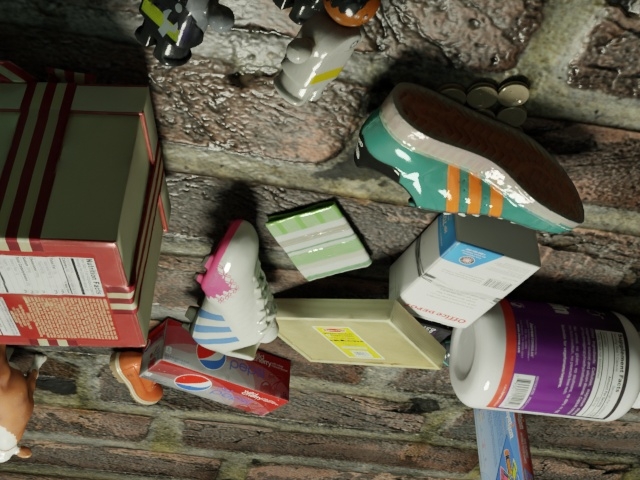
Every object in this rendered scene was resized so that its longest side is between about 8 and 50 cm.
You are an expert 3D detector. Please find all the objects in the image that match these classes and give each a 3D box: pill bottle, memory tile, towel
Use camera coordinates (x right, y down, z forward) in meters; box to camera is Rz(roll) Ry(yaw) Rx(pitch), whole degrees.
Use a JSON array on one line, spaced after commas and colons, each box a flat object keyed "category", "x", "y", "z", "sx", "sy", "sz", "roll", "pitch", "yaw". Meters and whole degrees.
[{"category": "pill bottle", "x": 0.383, "y": 0.192, "z": 1.326, "sx": 0.323, "sy": 0.181, "sz": 0.181, "roll": 8, "pitch": 143, "yaw": -10}, {"category": "memory tile", "x": 0.197, "y": -0.140, "z": 1.019, "sx": 0.113, "sy": 0.012, "sz": 0.148, "roll": -4, "pitch": 144, "yaw": 6}, {"category": "towel", "x": 0.000, "y": 0.000, "z": 1.212, "sx": 0.113, "sy": 0.023, "sz": 0.152, "roll": -15, "pitch": 139, "yaw": 17}]

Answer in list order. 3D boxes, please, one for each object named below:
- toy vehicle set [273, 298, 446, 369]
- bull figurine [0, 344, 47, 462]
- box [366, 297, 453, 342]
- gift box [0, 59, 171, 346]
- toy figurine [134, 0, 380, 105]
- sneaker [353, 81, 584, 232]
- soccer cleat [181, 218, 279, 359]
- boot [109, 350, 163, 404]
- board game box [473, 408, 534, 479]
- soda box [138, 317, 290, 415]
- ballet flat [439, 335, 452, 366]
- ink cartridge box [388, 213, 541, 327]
[{"category": "toy vehicle set", "x": 0.046, "y": 0.149, "z": 1.320, "sx": 0.267, "sy": 0.035, "sz": 0.166, "roll": -3, "pitch": 146, "yaw": 38}, {"category": "bull figurine", "x": -0.550, "y": 0.251, "z": 1.421, "sx": 0.101, "sy": 0.188, "sz": 0.310, "roll": 4, "pitch": 144, "yaw": -3}, {"category": "box", "x": 0.127, "y": 0.153, "z": 1.406, "sx": 0.162, "sy": 0.029, "sz": 0.116, "roll": 14, "pitch": 142, "yaw": -19}, {"category": "gift box", "x": -0.325, "y": -0.047, "z": 0.952, "sx": 0.276, "sy": 0.258, "sz": 0.255, "roll": 5, "pitch": 143, "yaw": -4}, {"category": "toy figurine", "x": -0.050, "y": -0.244, "z": 0.721, "sx": 0.213, "sy": 0.209, "sz": 0.148, "roll": 17, "pitch": 135, "yaw": -21}, {"category": "sneaker", "x": 0.180, "y": -0.080, "z": 1.010, "sx": 0.302, "sy": 0.108, "sz": 0.121, "roll": 26, "pitch": 139, "yaw": -18}, {"category": "soccer cleat", "x": -0.113, "y": 0.080, "z": 1.230, "sx": 0.143, "sy": 0.116, "sz": 0.331, "roll": 27, "pitch": 149, "yaw": 0}, {"category": "boot", "x": -0.319, "y": 0.255, "z": 1.536, "sx": 0.085, "sy": 0.059, "sz": 0.158, "roll": -13, "pitch": 141, "yaw": 11}, {"category": "board game box", "x": 0.345, "y": 0.415, "z": 1.545, "sx": 0.027, "sy": 0.281, "sz": 0.145, "roll": 12, "pitch": 143, "yaw": -15}, {"category": "soda box", "x": -0.183, "y": 0.230, "z": 1.472, "sx": 0.263, "sy": 0.083, "sz": 0.092, "roll": 24, "pitch": 138, "yaw": -29}, {"category": "ballet flat", "x": 0.284, "y": 0.224, "z": 1.467, "sx": 0.074, "sy": 0.074, "sz": 0.203, "roll": -25, "pitch": 134, "yaw": 31}, {"category": "ink cartridge box", "x": 0.205, "y": 0.040, "z": 1.205, "sx": 0.140, "sy": 0.082, "sz": 0.190, "roll": 16, "pitch": 143, "yaw": -20}]
